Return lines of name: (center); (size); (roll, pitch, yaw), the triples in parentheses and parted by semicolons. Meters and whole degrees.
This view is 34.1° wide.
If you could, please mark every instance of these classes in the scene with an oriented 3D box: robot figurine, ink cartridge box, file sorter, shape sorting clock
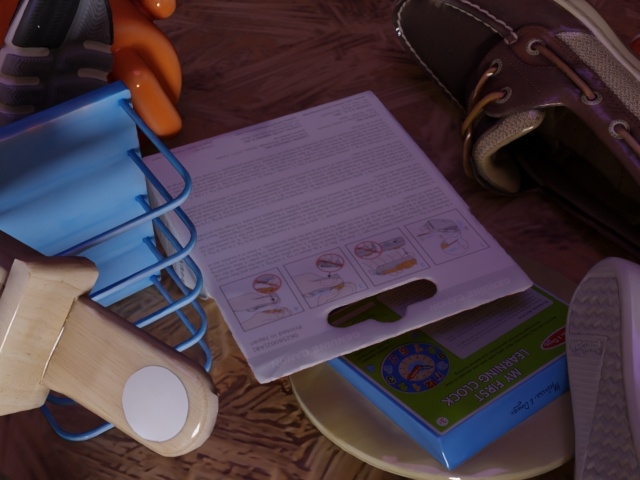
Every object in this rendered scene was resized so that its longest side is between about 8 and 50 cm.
robot figurine: (-0.189, -0.143, 0.805); (0.128, 0.158, 0.219); (2, 33, -45)
ink cartridge box: (0.000, 0.000, 0.703); (0.189, 0.066, 0.232); (-18, 49, -16)
file sorter: (-0.136, 0.019, 0.613); (0.118, 0.170, 0.104); (-26, 54, -22)
shape sorting clock: (0.081, 0.069, 0.642); (0.206, 0.040, 0.206); (-2, 35, 2)

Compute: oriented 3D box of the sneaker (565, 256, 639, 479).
sneaker: (0.208, 0.139, 0.535); (0.151, 0.094, 0.256); (16, 61, -14)

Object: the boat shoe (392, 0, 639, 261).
boat shoe: (0.156, -0.091, 0.749); (0.123, 0.123, 0.342); (-30, 57, -26)

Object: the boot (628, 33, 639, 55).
boot: (0.306, -0.126, 0.819); (0.158, 0.059, 0.084); (21, 44, 23)

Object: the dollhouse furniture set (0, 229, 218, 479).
dollhouse furniture set: (-0.209, 0.155, 0.343); (0.173, 0.303, 0.355); (27, 9, 20)

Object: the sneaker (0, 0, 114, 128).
sneaker: (-0.220, -0.078, 0.695); (0.132, 0.229, 0.086); (20, 12, 32)
